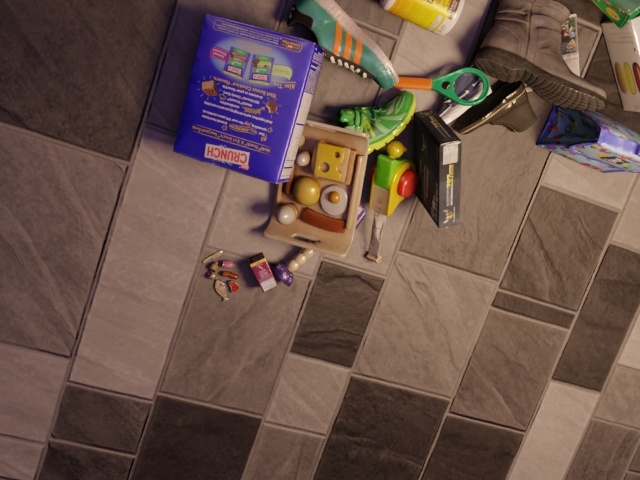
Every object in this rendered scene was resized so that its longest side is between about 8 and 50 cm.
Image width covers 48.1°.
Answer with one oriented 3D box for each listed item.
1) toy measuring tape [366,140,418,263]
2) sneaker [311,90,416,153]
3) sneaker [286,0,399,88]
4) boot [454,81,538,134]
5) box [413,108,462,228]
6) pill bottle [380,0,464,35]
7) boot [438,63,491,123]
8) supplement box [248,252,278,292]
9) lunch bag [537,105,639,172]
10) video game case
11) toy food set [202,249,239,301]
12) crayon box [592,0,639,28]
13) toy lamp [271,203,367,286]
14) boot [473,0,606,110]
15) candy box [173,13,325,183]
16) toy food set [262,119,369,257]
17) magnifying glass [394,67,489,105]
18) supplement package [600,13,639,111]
[{"bbox_3d":[0.180,-0.101,1.816,0.121,0.121,0.330,-2,121,-11],"label":"toy measuring tape"},{"bbox_3d":[0.103,-0.278,1.739,0.295,0.109,0.124,-35,112,-1],"label":"sneaker"},{"bbox_3d":[0.050,-0.451,1.691,0.302,0.108,0.121,43,94,-10],"label":"sneaker"},{"bbox_3d":[0.455,-0.300,1.830,0.197,0.077,0.137,-32,127,13],"label":"boot"},{"bbox_3d":[0.279,-0.173,1.731,0.059,0.183,0.233,-11,126,-8],"label":"box"},{"bbox_3d":[0.221,-0.574,1.682,0.214,0.117,0.117,20,100,-15],"label":"pill bottle"},{"bbox_3d":[0.330,-0.356,1.794,0.190,0.069,0.086,-36,99,-7],"label":"boot"},{"bbox_3d":[-0.145,0.081,1.811,0.043,0.055,0.083,-25,108,-4],"label":"supplement box"},{"bbox_3d":[0.718,-0.244,1.774,0.220,0.293,0.138,19,100,-15],"label":"lunch bag"},{"bbox_3d":[0.566,-0.474,1.827,0.190,0.022,0.173,-12,107,-7],"label":"video game case"},{"bbox_3d":[-0.243,0.090,1.812,0.077,0.019,0.122,-30,108,-2],"label":"toy food set"},{"bbox_3d":[0.692,-0.666,1.708,0.165,0.081,0.278,-39,78,0],"label":"crayon box"},{"bbox_3d":[0.000,0.000,1.810,0.274,0.080,0.080,-39,108,3],"label":"toy lamp"},{"bbox_3d":[0.557,-0.464,1.715,0.338,0.118,0.223,26,83,2],"label":"boot"},{"bbox_3d":[-0.162,-0.315,1.620,0.268,0.122,0.317,19,99,12],"label":"candy box"},{"bbox_3d":[-0.017,-0.130,1.701,0.219,0.092,0.306,15,111,16],"label":"toy food set"},{"bbox_3d":[0.297,-0.380,1.758,0.230,0.026,0.092,6,86,5],"label":"magnifying glass"},{"bbox_3d":[0.835,-0.463,1.821,0.133,0.139,0.244,-24,106,-4],"label":"supplement package"}]
